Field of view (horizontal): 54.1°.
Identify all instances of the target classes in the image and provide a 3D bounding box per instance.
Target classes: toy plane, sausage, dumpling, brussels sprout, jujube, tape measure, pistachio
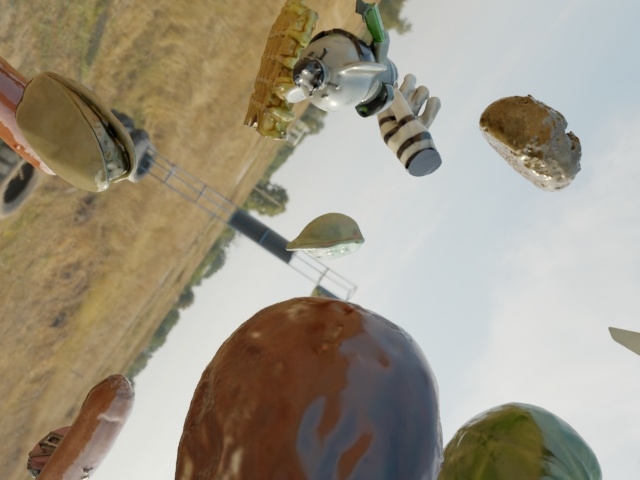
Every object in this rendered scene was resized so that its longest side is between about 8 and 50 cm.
[{"bbox_3d":[0.529,0.215,0.934,0.082,0.234,0.160,-35,172,27],"label":"toy plane"},{"bbox_3d":[-0.537,-0.226,1.116,0.113,0.259,0.114,-25,-141,22],"label":"sausage"},{"bbox_3d":[0.009,0.005,1.415,0.149,0.105,0.216,-48,-154,-21],"label":"dumpling"},{"bbox_3d":[0.357,0.484,1.127,0.289,0.355,0.281,-28,177,-37],"label":"brussels sprout"},{"bbox_3d":[-0.016,0.203,0.521,0.223,0.223,0.318,-41,-152,59],"label":"jujube"},{"bbox_3d":[-0.516,0.431,1.259,0.125,0.074,0.118,-2,-155,22],"label":"tape measure"},{"bbox_3d":[-0.348,-0.155,0.899,0.136,0.226,0.136,-39,156,-21],"label":"pistachio"},{"bbox_3d":[-0.459,0.416,1.143,0.419,0.094,0.094,-55,170,10],"label":"sausage"}]

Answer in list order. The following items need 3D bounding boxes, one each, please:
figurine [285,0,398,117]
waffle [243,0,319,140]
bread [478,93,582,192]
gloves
[{"bbox_3d":[0.032,-0.218,0.807,0.147,0.126,0.192,-20,180,35],"label":"figurine"},{"bbox_3d":[-0.077,-0.277,1.096,0.309,0.065,0.283,123,-26,-55],"label":"waffle"},{"bbox_3d":[0.430,-0.204,1.272,0.123,0.230,0.230,-48,-171,9],"label":"bread"},{"bbox_3d":[0.183,-0.253,1.350,0.131,0.140,0.219,-53,-129,41],"label":"gloves"}]
